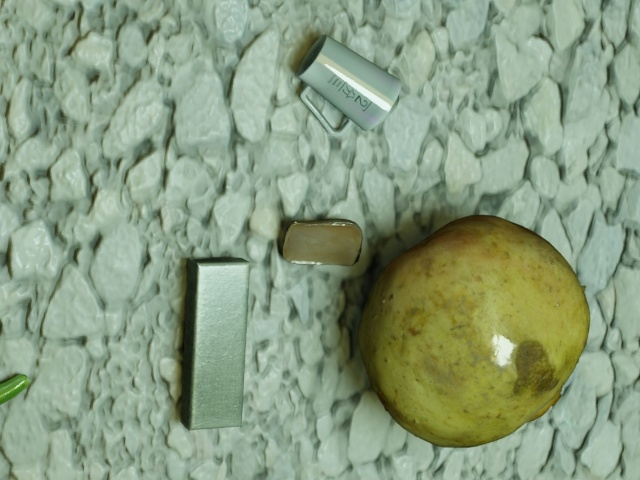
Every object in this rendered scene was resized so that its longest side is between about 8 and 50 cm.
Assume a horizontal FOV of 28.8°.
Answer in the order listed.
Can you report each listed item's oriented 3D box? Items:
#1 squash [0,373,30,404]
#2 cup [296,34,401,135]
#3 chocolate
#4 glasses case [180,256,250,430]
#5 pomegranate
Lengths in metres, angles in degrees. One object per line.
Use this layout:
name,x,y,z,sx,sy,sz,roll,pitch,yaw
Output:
squash,-0.375,0.179,1.435,0.089,0.027,0.027,-21,105,-19
cup,0.026,-0.179,1.505,0.116,0.074,0.104,32,116,-18
chocolate,0.000,0.000,1.539,0.100,0.031,0.064,-1,117,-16
glasses case,-0.129,0.123,1.504,0.070,0.047,0.205,-1,99,-24
pomegranate,0.180,0.111,1.492,0.281,0.281,0.281,-3,100,-19
